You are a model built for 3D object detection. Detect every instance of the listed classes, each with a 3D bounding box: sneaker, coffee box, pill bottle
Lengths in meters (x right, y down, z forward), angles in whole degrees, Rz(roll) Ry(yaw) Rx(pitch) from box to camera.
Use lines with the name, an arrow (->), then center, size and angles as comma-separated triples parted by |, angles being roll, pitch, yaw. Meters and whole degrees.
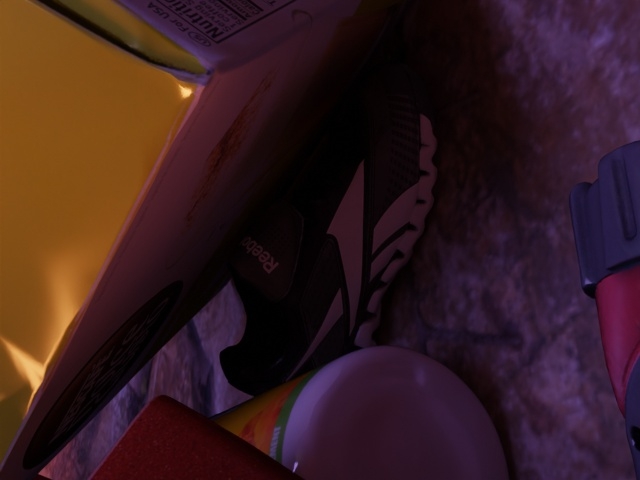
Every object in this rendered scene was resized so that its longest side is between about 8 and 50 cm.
sneaker -> 0.000, 0.000, 0.642 | 0.078, 0.106, 0.234 | 31, 107, 54
coffee box -> -0.188, -0.109, 0.624 | 0.338, 0.338, 0.334 | -56, -5, 33
pill bottle -> -0.021, 0.157, 0.605 | 0.245, 0.136, 0.136 | -32, 56, 49

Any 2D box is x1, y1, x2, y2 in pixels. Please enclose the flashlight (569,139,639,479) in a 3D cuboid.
flashlight -> 0.164, 0.113, 0.380 | 0.103, 0.103, 0.304 | -12, 70, 16

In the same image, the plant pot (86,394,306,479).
plant pot -> -0.017, 0.270, 0.399 | 0.235, 0.267, 0.267 | 18, 136, 20

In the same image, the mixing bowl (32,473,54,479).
mixing bowl -> -0.252, 0.294, 0.952 | 0.181, 0.098, 0.181 | -20, 65, 52
